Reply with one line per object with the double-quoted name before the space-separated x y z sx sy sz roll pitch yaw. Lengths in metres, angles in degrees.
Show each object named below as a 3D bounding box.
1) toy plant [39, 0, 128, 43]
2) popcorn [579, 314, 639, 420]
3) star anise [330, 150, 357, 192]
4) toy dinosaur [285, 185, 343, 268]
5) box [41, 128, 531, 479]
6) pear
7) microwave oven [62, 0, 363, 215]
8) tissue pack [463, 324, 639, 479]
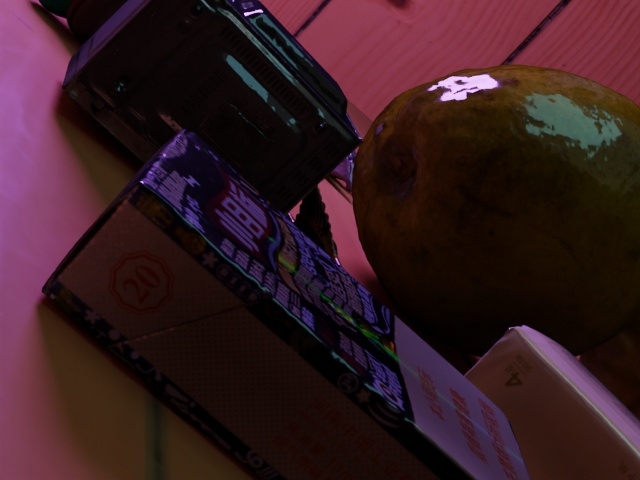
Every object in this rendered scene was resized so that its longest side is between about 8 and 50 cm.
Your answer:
"toy plant" -0.209 -0.251 1.130 0.200 0.143 0.105 56 -20 20
"popcorn" 0.516 0.204 1.383 0.390 0.344 0.354 61 -2 -28
"star anise" 0.006 -0.144 1.665 0.172 0.063 0.208 46 10 5
"toy dinosaur" -0.003 0.000 0.950 0.187 0.044 0.106 147 -63 -76
"box" -0.005 0.076 0.680 0.310 0.084 0.198 42 11 -9
"pear" 0.216 -0.025 1.245 0.413 0.352 0.352 21 22 -38
"microwave oven" -0.088 -0.117 0.931 0.205 0.163 0.129 43 12 -21
"tissue pack" 0.225 0.199 0.940 0.234 0.125 0.159 48 10 28
